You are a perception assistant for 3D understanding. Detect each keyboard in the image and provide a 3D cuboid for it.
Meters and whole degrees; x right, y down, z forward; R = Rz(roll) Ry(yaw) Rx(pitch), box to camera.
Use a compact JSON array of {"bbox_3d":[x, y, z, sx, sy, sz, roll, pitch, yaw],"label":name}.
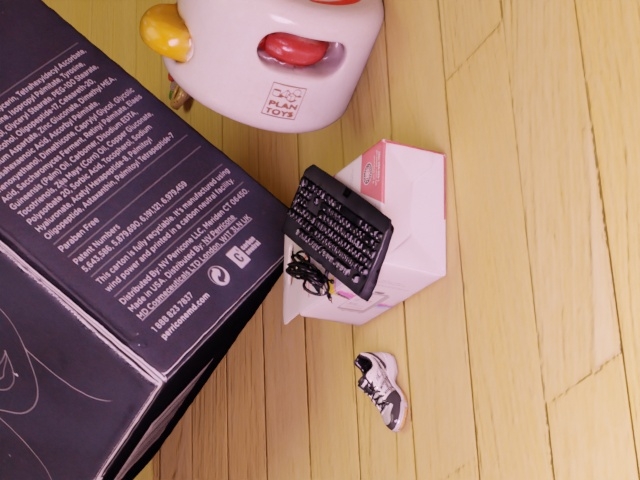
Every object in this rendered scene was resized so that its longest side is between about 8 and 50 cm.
[{"bbox_3d":[0.000,0.000,1.512,0.192,0.038,0.100,38,114,64],"label":"keyboard"}]

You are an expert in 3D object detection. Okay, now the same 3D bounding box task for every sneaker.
[{"bbox_3d":[0.049,0.130,1.513,0.032,0.037,0.083,-60,31,34],"label":"sneaker"}]

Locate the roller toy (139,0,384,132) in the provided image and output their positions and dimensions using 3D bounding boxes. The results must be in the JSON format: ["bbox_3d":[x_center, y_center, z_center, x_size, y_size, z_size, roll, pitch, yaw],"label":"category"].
[{"bbox_3d":[-0.049,-0.196,1.681,0.209,0.191,0.146,-32,-30,-56],"label":"roller toy"}]

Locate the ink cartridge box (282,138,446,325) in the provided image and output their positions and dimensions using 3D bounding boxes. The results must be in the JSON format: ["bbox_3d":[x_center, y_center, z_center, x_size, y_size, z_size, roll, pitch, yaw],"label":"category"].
[{"bbox_3d":[0.035,0.002,1.563,0.198,0.067,0.115,-34,49,57],"label":"ink cartridge box"}]

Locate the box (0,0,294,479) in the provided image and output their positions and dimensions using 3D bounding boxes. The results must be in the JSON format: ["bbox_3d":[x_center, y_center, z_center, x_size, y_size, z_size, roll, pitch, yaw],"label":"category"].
[{"bbox_3d":[-0.345,0.043,1.834,0.297,0.472,0.480,-47,-5,-45],"label":"box"}]

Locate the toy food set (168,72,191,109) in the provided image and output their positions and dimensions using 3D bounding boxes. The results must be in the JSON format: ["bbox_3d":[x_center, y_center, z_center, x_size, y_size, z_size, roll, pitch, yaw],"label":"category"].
[{"bbox_3d":[-0.170,-0.207,2.187,0.082,0.020,0.083,-118,44,-56],"label":"toy food set"}]
